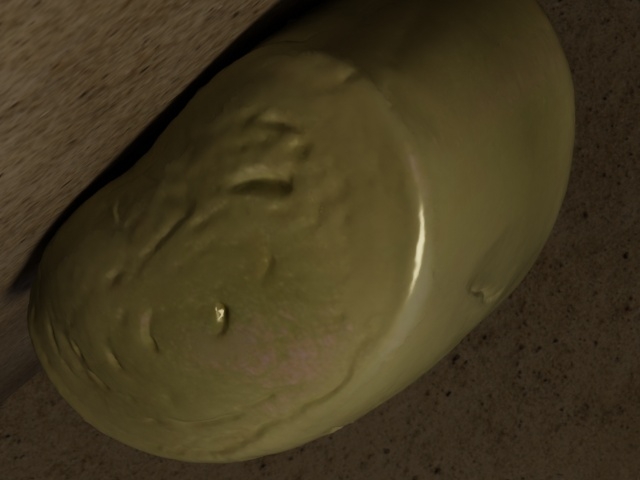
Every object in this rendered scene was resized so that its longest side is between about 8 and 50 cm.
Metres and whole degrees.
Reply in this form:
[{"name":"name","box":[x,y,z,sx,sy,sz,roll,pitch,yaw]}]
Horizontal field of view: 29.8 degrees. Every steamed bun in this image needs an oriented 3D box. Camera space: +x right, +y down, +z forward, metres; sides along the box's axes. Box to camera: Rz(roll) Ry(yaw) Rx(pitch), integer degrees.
[{"name":"steamed bun","box":[0.000,0.000,0.998,0.456,0.290,0.371,-40,179,41]}]
